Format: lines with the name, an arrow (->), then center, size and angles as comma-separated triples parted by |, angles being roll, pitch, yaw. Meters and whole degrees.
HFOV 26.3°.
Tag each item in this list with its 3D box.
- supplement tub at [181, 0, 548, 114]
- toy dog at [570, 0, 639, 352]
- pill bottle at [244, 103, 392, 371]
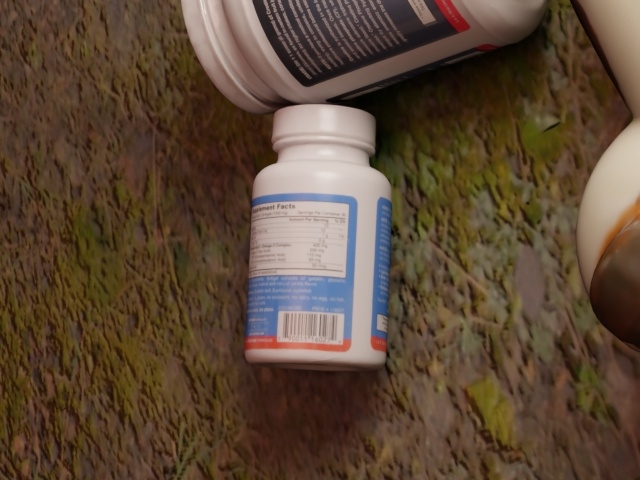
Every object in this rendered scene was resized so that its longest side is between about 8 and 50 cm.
supplement tub -> 0.037, -0.224, 1.159 | 0.272, 0.191, 0.191 | -16, 73, 32
toy dog -> 0.272, -0.116, 0.904 | 0.395, 0.284, 0.408 | 1, 90, 13
pill bottle -> 0.000, 0.000, 1.188 | 0.124, 0.124, 0.221 | -3, 79, 35
